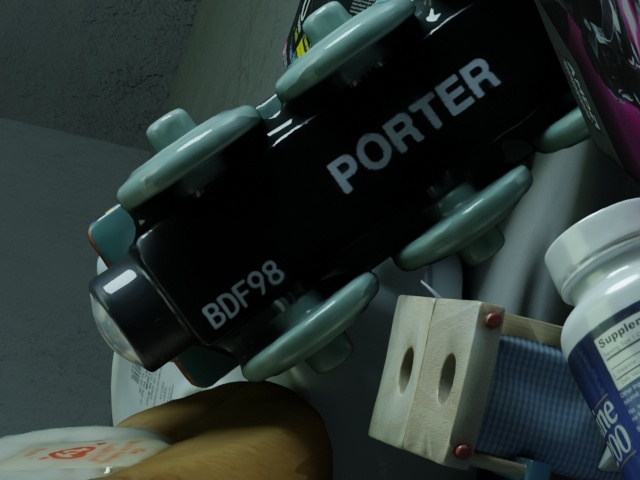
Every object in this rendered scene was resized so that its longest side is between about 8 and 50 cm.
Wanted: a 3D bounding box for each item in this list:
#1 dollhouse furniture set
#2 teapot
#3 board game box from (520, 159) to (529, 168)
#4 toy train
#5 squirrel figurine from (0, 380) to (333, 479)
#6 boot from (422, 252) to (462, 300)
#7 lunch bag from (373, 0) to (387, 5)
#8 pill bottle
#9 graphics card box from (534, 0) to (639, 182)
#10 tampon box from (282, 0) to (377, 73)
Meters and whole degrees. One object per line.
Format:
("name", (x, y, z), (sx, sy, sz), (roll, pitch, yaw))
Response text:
("dollhouse furniture set", (0.088, 0.127, 0.772), (0.129, 0.129, 0.184), (176, 107, -79))
("teapot", (0.009, 0.105, 1.101), (0.256, 0.187, 0.253), (-23, 81, 51))
("board game box", (-0.004, -0.020, 1.263), (0.317, 0.046, 0.213), (-40, 28, 22))
("toy train", (0.030, -0.048, 0.920), (0.334, 0.142, 0.190), (-37, 3, -8))
("squirrel figurine", (-0.081, 0.279, 0.820), (0.397, 0.281, 0.370), (-171, 74, -67))
("boot", (0.005, 0.115, 1.237), (0.095, 0.123, 0.258), (-105, 30, -68))
("lunch bag", (0.095, -0.155, 1.119), (0.129, 0.096, 0.151), (-37, 15, 47))
("pill bottle", (0.127, 0.048, 0.672), (0.120, 0.067, 0.067), (66, 153, 24))
("graphics card box", (0.134, -0.107, 0.606), (0.371, 0.094, 0.233), (-112, -4, -72))
("tampon box", (0.042, -0.179, 1.449), (0.120, 0.101, 0.161), (-97, 23, -60))
